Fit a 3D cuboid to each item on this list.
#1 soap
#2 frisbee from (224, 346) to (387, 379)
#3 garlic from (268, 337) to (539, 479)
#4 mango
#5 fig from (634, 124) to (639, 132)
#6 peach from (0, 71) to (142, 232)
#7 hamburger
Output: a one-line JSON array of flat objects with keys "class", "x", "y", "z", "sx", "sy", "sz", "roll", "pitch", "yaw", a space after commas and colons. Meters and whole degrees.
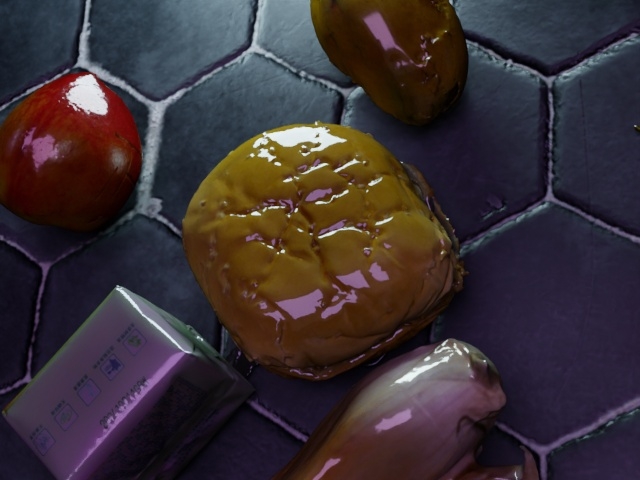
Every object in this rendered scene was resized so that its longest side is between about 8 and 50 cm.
[{"class": "soap", "x": -0.209, "y": 0.178, "z": 1.172, "sx": 0.199, "sy": 0.182, "sz": 0.138, "roll": -47, "pitch": 63, "yaw": 0}, {"class": "frisbee", "x": -0.040, "y": 0.098, "z": 1.244, "sx": 0.187, "sy": 0.012, "sz": 0.211, "roll": -36, "pitch": 67, "yaw": 4}, {"class": "garlic", "x": 0.074, "y": 0.265, "z": 1.052, "sx": 0.313, "sy": 0.249, "sz": 0.286, "roll": -35, "pitch": 48, "yaw": -14}, {"class": "mango", "x": 0.076, "y": -0.246, "z": 1.260, "sx": 0.156, "sy": 0.151, "sz": 0.249, "roll": -42, "pitch": 69, "yaw": 35}, {"class": "fig", "x": 0.386, "y": -0.153, "z": 1.183, "sx": 0.050, "sy": 0.050, "sz": 0.083, "roll": 42, "pitch": 106, "yaw": 24}, {"class": "peach", "x": -0.307, "y": -0.110, "z": 1.300, "sx": 0.197, "sy": 0.197, "sz": 0.197, "roll": -5, "pitch": 72, "yaw": 15}, {"class": "hamburger", "x": 0.000, "y": 0.000, "z": 1.175, "sx": 0.318, "sy": 0.158, "sz": 0.319, "roll": -5, "pitch": 60, "yaw": 9}]
